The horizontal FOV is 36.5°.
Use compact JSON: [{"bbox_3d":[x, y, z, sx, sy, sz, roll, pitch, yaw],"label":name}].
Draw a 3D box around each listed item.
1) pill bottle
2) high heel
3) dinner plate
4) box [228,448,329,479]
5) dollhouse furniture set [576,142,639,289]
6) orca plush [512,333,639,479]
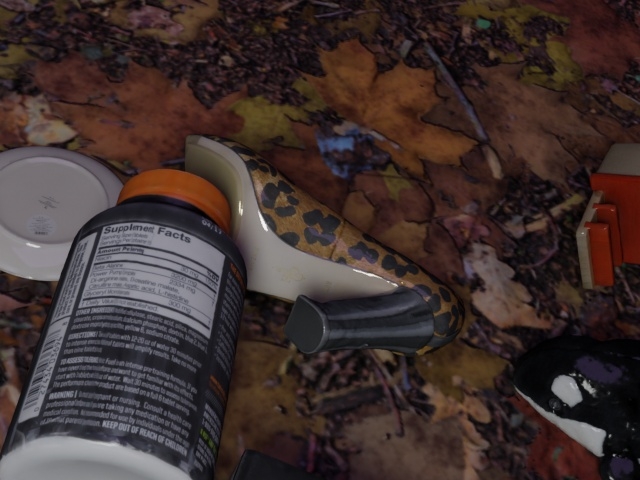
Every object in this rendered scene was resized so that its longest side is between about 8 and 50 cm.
[{"bbox_3d":[-0.120,0.064,0.659,0.130,0.130,0.245,15,48,-9],"label":"pill bottle"},{"bbox_3d":[0.000,0.000,0.812,0.186,0.093,0.261,3,38,-43],"label":"high heel"},{"bbox_3d":[-0.219,-0.028,0.778,0.141,0.017,0.141,10,50,-12],"label":"dinner plate"},{"bbox_3d":[0.039,0.304,0.555,0.295,0.073,0.293,22,48,-2],"label":"box"},{"bbox_3d":[0.371,-0.011,0.848,0.259,0.262,0.135,5,42,29],"label":"dollhouse furniture set"},{"bbox_3d":[0.300,0.143,0.757,0.287,0.102,0.151,36,55,14],"label":"orca plush"}]
